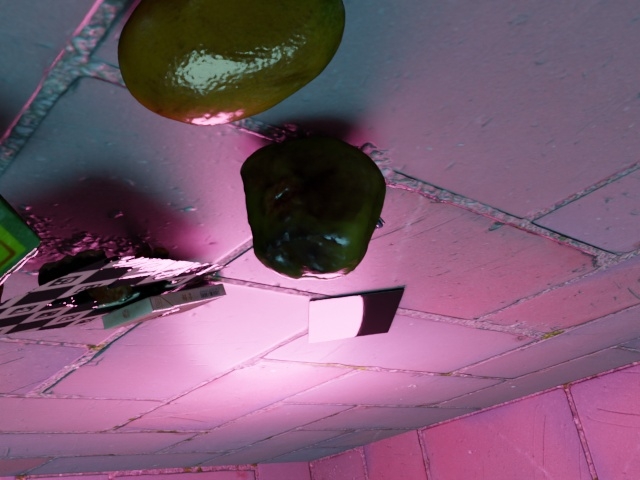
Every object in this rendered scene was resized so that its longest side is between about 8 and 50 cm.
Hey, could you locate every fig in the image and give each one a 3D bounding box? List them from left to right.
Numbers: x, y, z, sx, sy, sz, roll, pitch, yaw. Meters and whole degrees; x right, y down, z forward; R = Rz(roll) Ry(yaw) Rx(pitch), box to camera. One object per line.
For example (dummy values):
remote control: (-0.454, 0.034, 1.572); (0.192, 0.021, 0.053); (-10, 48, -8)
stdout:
fig: (0.003, -0.035, 0.673); (0.154, 0.144, 0.165); (12, -161, 44)

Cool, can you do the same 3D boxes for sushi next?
sushi: (-0.274, 0.046, 0.766); (0.264, 0.050, 0.290); (-22, 171, 14)

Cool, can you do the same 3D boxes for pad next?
pad: (0.061, 0.145, 1.227); (0.170, 0.006, 0.245); (-6, 154, -4)

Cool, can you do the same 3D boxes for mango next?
mango: (-0.065, -0.141, 0.485); (0.164, 0.089, 0.115); (-10, 146, -8)

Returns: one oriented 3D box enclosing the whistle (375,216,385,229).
whistle: (0.000, 0.000, 0.866); (0.176, 0.033, 0.033); (-20, 153, 21)

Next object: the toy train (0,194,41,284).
toy train: (-0.362, 0.002, 0.499); (0.271, 0.159, 0.188); (-44, 141, -16)

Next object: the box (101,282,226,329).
box: (-0.216, 0.091, 0.929); (0.090, 0.024, 0.167); (-22, 173, 25)

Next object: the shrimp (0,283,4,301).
shrimp: (-0.511, 0.001, 0.611); (0.221, 0.110, 0.445); (-18, 151, 30)
